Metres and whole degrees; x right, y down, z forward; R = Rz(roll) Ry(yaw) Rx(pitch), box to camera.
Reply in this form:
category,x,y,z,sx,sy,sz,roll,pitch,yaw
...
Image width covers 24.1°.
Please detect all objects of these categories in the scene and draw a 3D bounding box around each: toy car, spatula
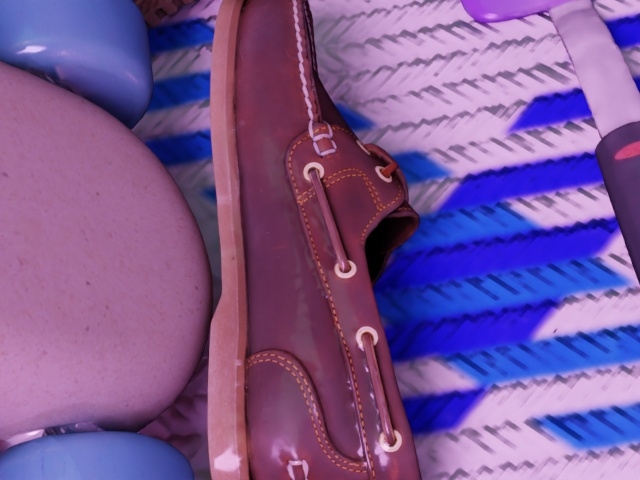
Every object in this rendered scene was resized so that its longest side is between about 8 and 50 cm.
category,x,y,z,sx,sy,sz,roll,pitch,yaw
toy car,-0.181,0.033,0.523,0.238,0.210,0.219,-31,55,35
spatula,0.106,-0.053,0.551,0.084,0.030,0.296,-18,58,7

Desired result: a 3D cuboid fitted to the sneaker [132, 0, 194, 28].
category,x,y,z,sx,sy,sz,roll,pitch,yaw
sneaker,-0.101,-0.162,0.637,0.282,0.099,0.153,-36,59,-3

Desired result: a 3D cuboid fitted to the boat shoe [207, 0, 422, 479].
category,x,y,z,sx,sy,sz,roll,pitch,yaw
boat shoe,0.000,0.000,0.530,0.073,0.073,0.207,-9,66,11
